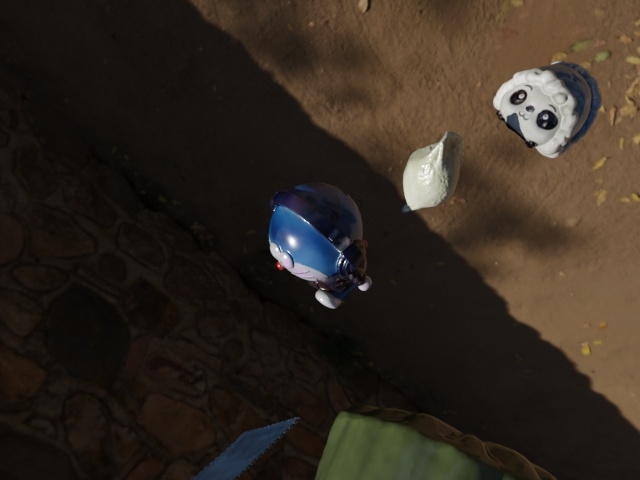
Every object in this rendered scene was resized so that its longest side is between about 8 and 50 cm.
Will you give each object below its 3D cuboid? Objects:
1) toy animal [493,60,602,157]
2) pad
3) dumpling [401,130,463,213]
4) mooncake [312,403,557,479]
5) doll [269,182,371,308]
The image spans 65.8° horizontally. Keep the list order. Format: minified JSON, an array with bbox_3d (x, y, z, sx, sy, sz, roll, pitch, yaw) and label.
[{"bbox_3d":[0.520,-0.312,1.122,0.208,0.204,0.156,53,142,19],"label":"toy animal"},{"bbox_3d":[-0.207,0.550,1.268,0.269,0.269,0.012,-31,87,42],"label":"pad"},{"bbox_3d":[0.264,-0.156,1.112,0.126,0.166,0.216,24,132,41],"label":"dumpling"},{"bbox_3d":[0.164,0.373,0.693,0.356,0.194,0.356,22,158,9],"label":"mooncake"},{"bbox_3d":[0.000,0.000,1.210,0.284,0.240,0.310,34,170,38],"label":"doll"}]
